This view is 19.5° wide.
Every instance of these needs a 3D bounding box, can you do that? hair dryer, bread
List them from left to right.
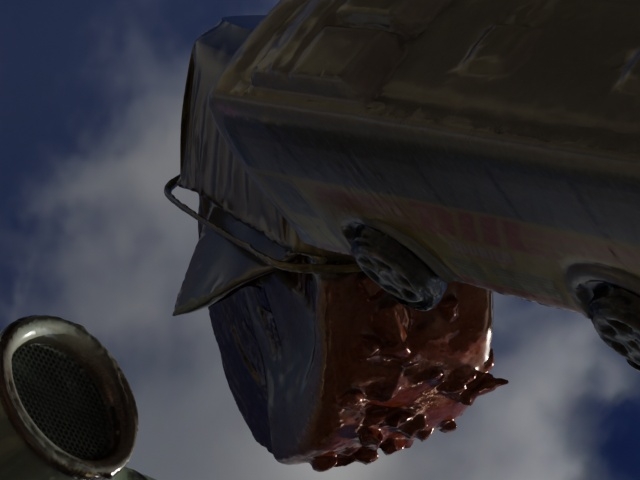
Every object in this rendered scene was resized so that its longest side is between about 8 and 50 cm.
[{"bbox_3d":[-0.085,0.120,0.802,0.236,0.131,0.073,27,-141,-40],"label":"hair dryer"},{"bbox_3d":[0.000,0.000,0.906,0.142,0.224,0.211,-7,-74,-20],"label":"bread"}]

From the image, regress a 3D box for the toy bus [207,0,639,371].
[{"bbox_3d":[0.067,-0.031,0.598,0.092,0.106,0.268,-51,-147,-16],"label":"toy bus"}]
